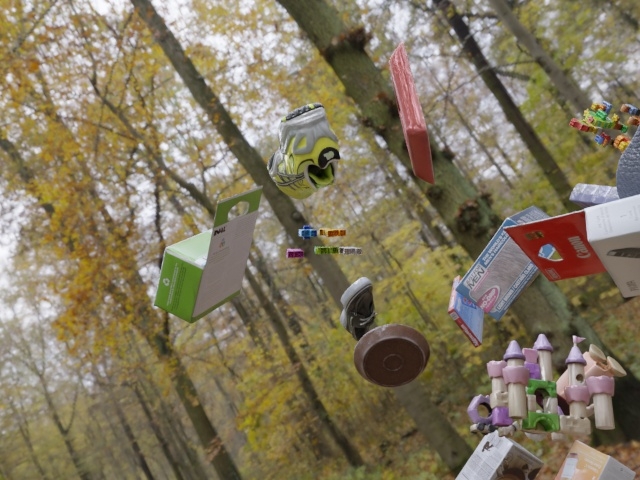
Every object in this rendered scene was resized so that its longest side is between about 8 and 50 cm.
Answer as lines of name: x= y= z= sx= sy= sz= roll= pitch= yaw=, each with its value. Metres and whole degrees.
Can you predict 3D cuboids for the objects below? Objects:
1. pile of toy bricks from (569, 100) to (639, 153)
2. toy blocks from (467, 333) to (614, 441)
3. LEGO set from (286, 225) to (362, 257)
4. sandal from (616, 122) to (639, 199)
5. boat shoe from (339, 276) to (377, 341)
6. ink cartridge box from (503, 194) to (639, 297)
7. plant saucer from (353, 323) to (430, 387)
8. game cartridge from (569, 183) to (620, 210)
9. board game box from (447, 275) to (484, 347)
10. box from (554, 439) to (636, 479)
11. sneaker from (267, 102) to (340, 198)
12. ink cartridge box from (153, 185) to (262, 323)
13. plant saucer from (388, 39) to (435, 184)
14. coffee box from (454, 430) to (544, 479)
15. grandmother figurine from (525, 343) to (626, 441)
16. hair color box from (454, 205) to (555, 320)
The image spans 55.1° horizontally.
pile of toy bricks: x=0.708 y=-0.295 z=1.532 sx=0.105 sy=0.212 sz=0.118 roll=6 pitch=-60 yaw=-17
toy blocks: x=0.570 y=0.372 z=1.627 sx=0.288 sy=0.260 sz=0.309 roll=7 pitch=-26 yaw=-4
LEGO set: x=0.000 y=0.000 z=1.790 sx=0.227 sy=0.087 sz=0.093 roll=-1 pitch=5 yaw=-20
sandal: x=0.589 y=-0.175 z=1.066 sx=0.054 sy=0.097 sz=0.255 roll=25 pitch=-97 yaw=-56
boat shoe: x=0.146 y=0.243 z=2.123 sx=0.121 sy=0.119 sz=0.335 roll=-31 pitch=-26 yaw=-18
ink cartridge box: x=0.440 y=0.024 z=0.935 sx=0.238 sy=0.060 sz=0.275 roll=-16 pitch=-29 yaw=30
plant saucer: x=0.155 y=0.257 z=1.322 sx=0.168 sy=0.168 sz=0.029 roll=-35 pitch=24 yaw=15
game cartridge: x=0.755 y=-0.024 z=1.363 sx=0.068 sy=0.354 sz=0.230 roll=-66 pitch=19 yaw=-3
board game box: x=0.474 y=0.223 z=1.982 sx=0.027 sy=0.145 sz=0.281 roll=-36 pitch=5 yaw=24
box: x=0.652 y=0.598 z=1.488 sx=0.171 sy=0.091 sz=0.130 roll=-58 pitch=12 yaw=-9
sneaker: x=-0.036 y=-0.168 z=1.467 sx=0.145 sy=0.147 sz=0.385 roll=-24 pitch=-15 yaw=-10
ink cartridge box: x=-0.218 y=0.009 z=1.222 sx=0.188 sy=0.096 sz=0.256 roll=-32 pitch=-40 yaw=-64
plant saucer: x=0.215 y=-0.291 z=1.456 sx=0.047 sy=0.259 sz=0.259 roll=-14 pitch=-24 yaw=9
coffee box: x=0.538 y=0.765 z=1.925 sx=0.297 sy=0.168 sz=0.119 roll=-56 pitch=25 yaw=-2
grandmother figurine: x=0.722 y=0.462 z=1.817 sx=0.343 sy=0.207 sz=0.104 roll=-56 pitch=-14 yaw=21
hair color box: x=0.404 y=0.035 z=1.256 sx=0.174 sy=0.105 sz=0.347 roll=-59 pitch=-19 yaw=20
